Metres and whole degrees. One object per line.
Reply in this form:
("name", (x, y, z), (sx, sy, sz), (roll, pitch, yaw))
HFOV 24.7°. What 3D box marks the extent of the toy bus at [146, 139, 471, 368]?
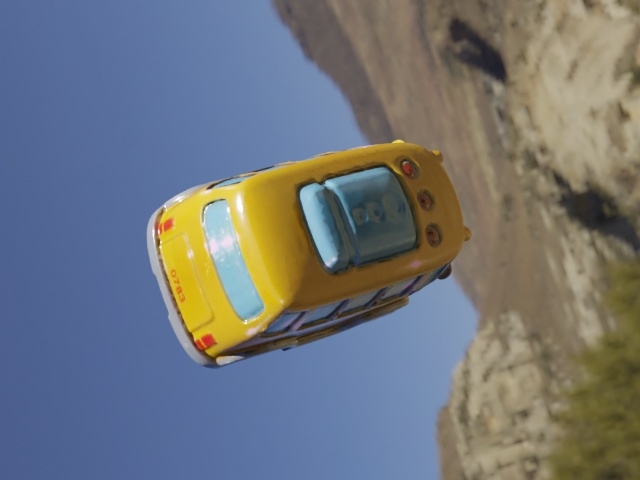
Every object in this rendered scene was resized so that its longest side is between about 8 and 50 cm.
("toy bus", (0.000, 0.000, 1.017), (0.209, 0.136, 0.126), (-15, -98, -35))
